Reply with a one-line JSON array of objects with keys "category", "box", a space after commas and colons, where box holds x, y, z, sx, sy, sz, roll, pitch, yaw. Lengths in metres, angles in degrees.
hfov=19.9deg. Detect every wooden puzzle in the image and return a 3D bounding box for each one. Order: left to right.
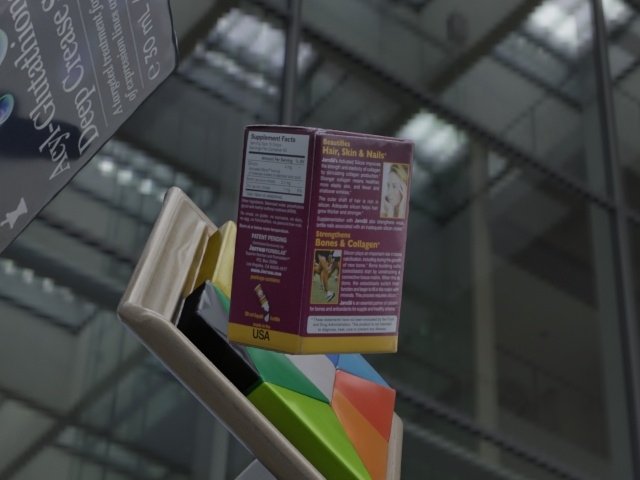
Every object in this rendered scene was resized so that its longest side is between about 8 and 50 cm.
[{"category": "wooden puzzle", "box": [-0.022, 0.075, 1.089, 0.044, 0.238, 0.221, -41, -77, 12]}]

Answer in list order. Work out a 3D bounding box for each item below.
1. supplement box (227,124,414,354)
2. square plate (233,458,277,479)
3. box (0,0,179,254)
[{"category": "supplement box", "box": [0.000, 0.000, 0.689, 0.055, 0.083, 0.043, 4, 3, -44]}, {"category": "square plate", "box": [-0.088, 0.309, 1.157, 0.049, 0.344, 0.347, 37, -70, -18]}, {"category": "box", "box": [-0.288, -0.107, 1.012, 0.212, 0.395, 0.293, 31, -25, 20]}]
